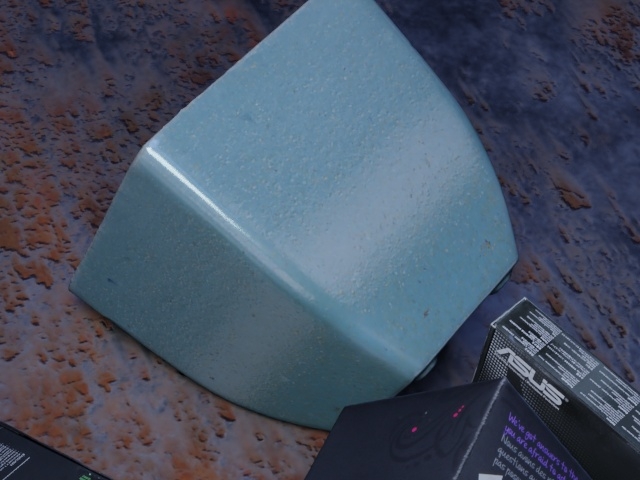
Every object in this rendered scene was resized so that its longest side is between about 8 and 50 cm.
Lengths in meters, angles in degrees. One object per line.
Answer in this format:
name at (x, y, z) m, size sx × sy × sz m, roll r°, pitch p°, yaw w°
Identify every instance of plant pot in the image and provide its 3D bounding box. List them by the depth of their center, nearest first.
plant pot at (0.000, 0.000, 1.238) m, size 0.252 × 0.248 × 0.247 m, roll 43°, pitch 58°, yaw 2°

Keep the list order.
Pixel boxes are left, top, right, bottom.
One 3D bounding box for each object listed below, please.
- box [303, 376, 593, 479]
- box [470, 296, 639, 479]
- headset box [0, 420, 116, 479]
box at (0.055, 0.242, 1.070) m, size 0.143 × 0.165 × 0.270 m, roll 49°, pitch 51°, yaw -22°
box at (0.186, 0.160, 1.164) m, size 0.045 × 0.184 × 0.191 m, roll -36°, pitch 66°, yaw -28°
headset box at (-0.187, 0.264, 0.973) m, size 0.246 × 0.131 × 0.283 m, roll -43°, pitch 32°, yaw -26°
